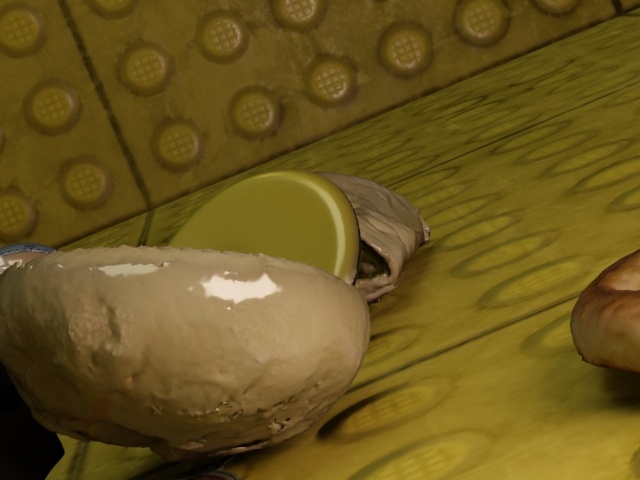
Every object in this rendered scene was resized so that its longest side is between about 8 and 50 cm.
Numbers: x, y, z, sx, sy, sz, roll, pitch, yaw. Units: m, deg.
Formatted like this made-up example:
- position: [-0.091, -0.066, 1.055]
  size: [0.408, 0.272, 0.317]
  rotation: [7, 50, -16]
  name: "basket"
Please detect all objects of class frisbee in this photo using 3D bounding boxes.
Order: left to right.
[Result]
- position: [-0.067, 0.037, 1.452]
  size: [0.236, 0.017, 0.236]
  rotation: [-21, 51, 27]
  name: "frisbee"

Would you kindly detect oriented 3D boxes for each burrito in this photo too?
- position: [-0.004, 0.000, 1.658]
  size: [0.190, 0.135, 0.332]
  rotation: [-28, 4, 13]
  name: "burrito"

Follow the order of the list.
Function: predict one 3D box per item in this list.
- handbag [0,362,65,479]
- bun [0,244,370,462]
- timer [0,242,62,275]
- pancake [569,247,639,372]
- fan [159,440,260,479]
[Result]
- position: [-0.368, 0.223, 1.194]
  size: [0.288, 0.152, 0.342]
  rotation: [-32, 2, 19]
  name: "handbag"
- position: [-0.103, 0.085, 1.202]
  size: [0.287, 0.146, 0.287]
  rotation: [0, -10, 0]
  name: "bun"
- position: [-0.326, 0.089, 1.826]
  size: [0.175, 0.175, 0.255]
  rotation: [-23, 10, -1]
  name: "timer"
- position: [0.343, -0.007, 1.010]
  size: [0.382, 0.071, 0.382]
  rotation: [-23, 8, 3]
  name: "pancake"
- position: [-0.096, 0.178, 1.191]
  size: [0.132, 0.009, 0.220]
  rotation: [-10, 16, 44]
  name: "fan"
